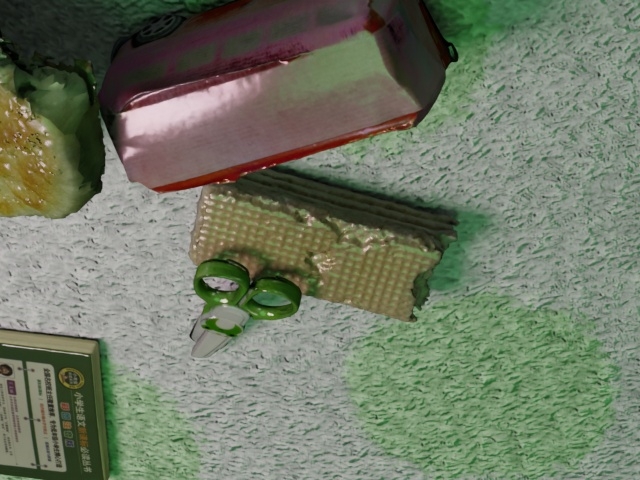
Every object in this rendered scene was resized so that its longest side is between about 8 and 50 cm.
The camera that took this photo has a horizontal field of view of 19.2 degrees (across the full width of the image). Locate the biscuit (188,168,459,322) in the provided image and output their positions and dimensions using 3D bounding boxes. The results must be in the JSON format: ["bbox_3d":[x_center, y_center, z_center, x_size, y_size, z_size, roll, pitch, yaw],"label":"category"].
[{"bbox_3d":[0.000,0.000,1.744,0.239,0.062,0.108,14,131,-2],"label":"biscuit"}]

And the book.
[{"bbox_3d":[-0.356,0.169,1.977,0.264,0.027,0.202,6,130,7],"label":"book"}]

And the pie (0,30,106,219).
[{"bbox_3d":[-0.339,-0.149,1.609,0.371,0.078,0.296,42,145,-4],"label":"pie"}]

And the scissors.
[{"bbox_3d":[-0.092,0.071,1.799,0.101,0.027,0.204,21,152,-12],"label":"scissors"}]

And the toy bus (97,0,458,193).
[{"bbox_3d":[-0.046,-0.137,1.587,0.303,0.147,0.127,-16,120,21],"label":"toy bus"}]
